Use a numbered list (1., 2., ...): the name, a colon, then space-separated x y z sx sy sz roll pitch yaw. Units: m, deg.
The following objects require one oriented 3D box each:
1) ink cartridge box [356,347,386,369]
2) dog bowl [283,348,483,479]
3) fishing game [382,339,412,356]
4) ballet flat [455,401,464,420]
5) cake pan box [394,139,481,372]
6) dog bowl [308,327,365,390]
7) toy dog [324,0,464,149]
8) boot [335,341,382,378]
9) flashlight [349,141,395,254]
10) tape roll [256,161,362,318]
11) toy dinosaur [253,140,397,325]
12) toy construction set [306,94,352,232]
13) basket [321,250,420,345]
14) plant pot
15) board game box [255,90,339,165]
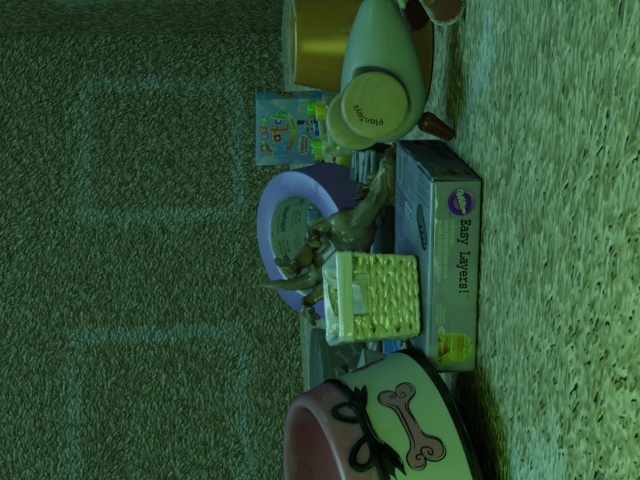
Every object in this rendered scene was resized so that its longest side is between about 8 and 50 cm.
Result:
1. ink cartridge box: 0.077 0.299 2.022 0.235 0.056 0.171 -81 6 -80
2. dog bowl: 0.068 0.345 1.439 0.408 0.150 0.408 173 90 -75
3. fishing game: 0.122 0.163 1.830 0.189 0.041 0.264 -144 38 -81
4. ballet flat: 0.159 0.326 1.484 0.084 0.058 0.250 106 161 -74
5. cake pan box: 0.143 0.011 1.511 0.267 0.070 0.246 -114 24 -74
6. dog bowl: 0.040 0.350 2.475 0.349 0.102 0.349 177 90 -84
7. toy dog: 0.117 -0.254 1.486 0.220 0.161 0.334 -98 23 -68
8. boot: 0.070 0.240 2.199 0.042 0.087 0.118 -113 22 -77
9. flashlight: 0.083 -0.011 1.931 0.103 0.103 0.304 -101 9 -73
10. tape roll: 0.000 0.000 2.140 0.275 0.090 0.275 23 121 45
11. toy dinosaur: 0.039 0.005 1.765 0.295 0.127 0.200 -41 6 35
12. toy construction set: 0.030 -0.144 2.276 0.215 0.151 0.328 -100 21 -54
13. basket: 0.062 0.074 1.490 0.167 0.103 0.113 132 136 -81
14. plant pot: 0.052 -0.291 1.704 0.205 0.188 0.205 178 90 -84
15. board game box: -0.026 -0.228 2.382 0.039 0.211 0.160 -99 9 -50
